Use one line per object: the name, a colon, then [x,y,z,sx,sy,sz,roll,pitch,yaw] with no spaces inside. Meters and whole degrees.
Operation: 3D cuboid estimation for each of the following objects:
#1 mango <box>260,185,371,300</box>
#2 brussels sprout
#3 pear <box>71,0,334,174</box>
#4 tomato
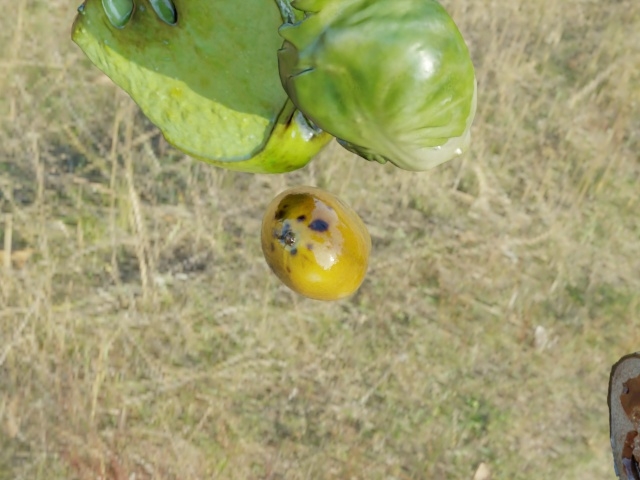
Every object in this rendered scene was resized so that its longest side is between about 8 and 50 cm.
mango: [-0.003,-0.002,1.136,0.115,0.090,0.178,44,17,-5]
brussels sprout: [0.045,-0.120,0.869,0.139,0.181,0.100,-12,28,38]
pear: [-0.063,-0.196,1.071,0.255,0.238,0.164,48,39,-1]
tomato: [0.471,0.239,1.501,0.155,0.214,0.181,-5,9,-20]
